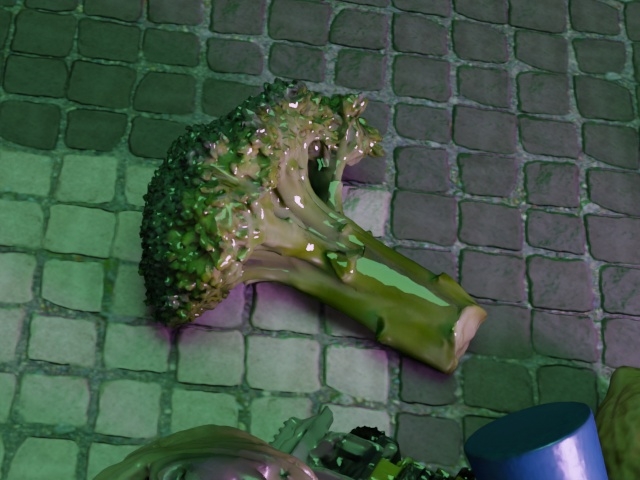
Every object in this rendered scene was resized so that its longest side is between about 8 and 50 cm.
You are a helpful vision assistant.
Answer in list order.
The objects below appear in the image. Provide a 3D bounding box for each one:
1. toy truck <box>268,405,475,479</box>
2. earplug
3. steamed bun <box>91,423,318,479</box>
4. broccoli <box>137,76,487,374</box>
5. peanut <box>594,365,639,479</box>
[{"bbox_3d":[0.069,0.264,1.907,0.285,0.111,0.136,27,48,12],"label":"toy truck"},{"bbox_3d":[0.246,0.312,1.821,0.132,0.273,0.132,-18,11,4],"label":"earplug"},{"bbox_3d":[-0.120,0.305,1.774,0.268,0.207,0.280,39,55,21],"label":"steamed bun"},{"bbox_3d":[-0.033,0.014,2.074,0.353,0.275,0.397,-25,77,-8],"label":"broccoli"},{"bbox_3d":[0.367,0.262,1.950,0.153,0.140,0.325,29,38,-24],"label":"peanut"}]
